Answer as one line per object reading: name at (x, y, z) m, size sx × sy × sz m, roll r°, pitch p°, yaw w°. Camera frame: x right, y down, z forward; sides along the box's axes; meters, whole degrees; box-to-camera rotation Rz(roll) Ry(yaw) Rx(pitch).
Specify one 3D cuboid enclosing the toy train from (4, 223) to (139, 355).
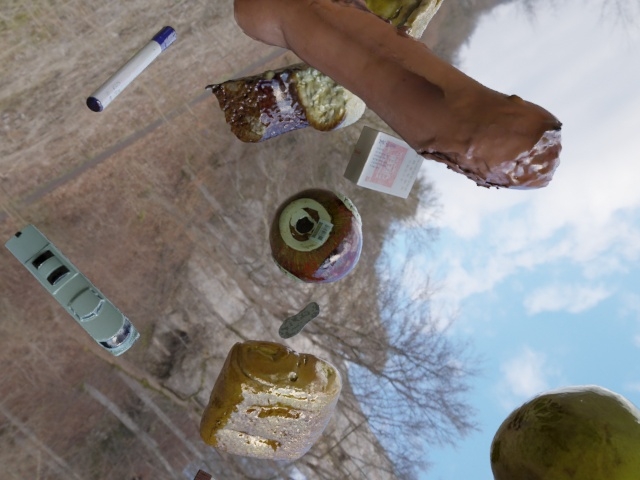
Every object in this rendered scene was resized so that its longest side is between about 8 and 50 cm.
toy train at (-0.301, 0.059, 0.624) m, size 0.043 × 0.207 × 0.047 m, roll -45°, pitch 162°, yaw -19°

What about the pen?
pen at (-0.334, -0.314, 0.927) m, size 0.033 × 0.033 × 0.269 m, roll -18°, pitch -143°, yaw 37°

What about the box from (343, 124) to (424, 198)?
box at (0.164, -0.191, 1.276) m, size 0.058 × 0.201 × 0.141 m, roll 37°, pitch -71°, yaw 44°

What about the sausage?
sausage at (0.050, -0.132, 0.405) m, size 0.078 × 0.304 × 0.078 m, roll -42°, pitch 158°, yaw -21°

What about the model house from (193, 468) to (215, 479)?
model house at (-0.197, 0.433, 0.850) m, size 0.057 × 0.058 × 0.083 m, roll -17°, pitch -153°, yaw 36°

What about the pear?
pear at (0.282, 0.256, 0.555) m, size 0.200 × 0.200 × 0.200 m, roll -29°, pitch -160°, yaw 11°

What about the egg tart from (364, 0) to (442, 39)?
egg tart at (0.112, -0.437, 1.012) m, size 0.352 × 0.150 × 0.352 m, roll -50°, pitch -161°, yaw 24°

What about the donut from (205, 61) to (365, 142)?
donut at (-0.018, -0.182, 0.652) m, size 0.217 × 0.085 × 0.141 m, roll 4°, pitch -154°, yaw 43°

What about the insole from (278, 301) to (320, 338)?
insole at (-0.072, 0.269, 1.712) m, size 0.193 × 0.065 × 0.006 m, roll -41°, pitch 157°, yaw 24°

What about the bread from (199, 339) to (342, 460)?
bread at (-0.123, 0.437, 1.334) m, size 0.148 × 0.328 × 0.337 m, roll -98°, pitch -147°, yaw -61°

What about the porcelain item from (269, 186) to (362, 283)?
porcelain item at (0.000, 0.000, 1.284) m, size 0.253 × 0.253 × 0.253 m, roll -29°, pitch -160°, yaw 11°
